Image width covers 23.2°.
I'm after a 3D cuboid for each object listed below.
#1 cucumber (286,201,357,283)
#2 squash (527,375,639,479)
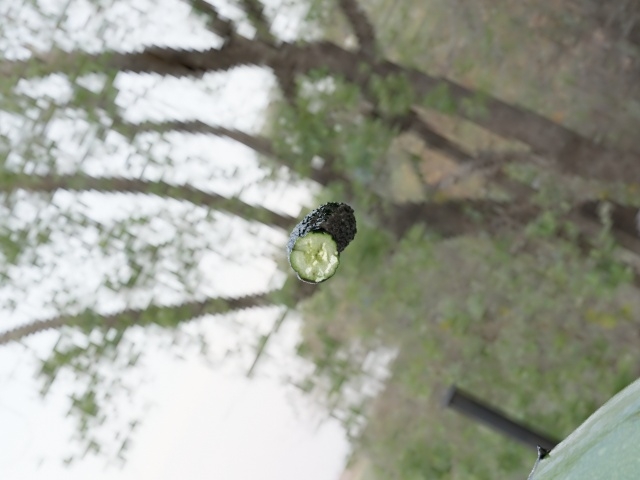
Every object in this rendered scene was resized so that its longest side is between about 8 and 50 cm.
[{"bbox_3d":[0.000,0.001,1.519,0.058,0.058,0.187,-64,-2,11],"label":"cucumber"},{"bbox_3d":[0.389,0.200,1.356,0.384,0.263,0.263,-46,7,40],"label":"squash"}]
